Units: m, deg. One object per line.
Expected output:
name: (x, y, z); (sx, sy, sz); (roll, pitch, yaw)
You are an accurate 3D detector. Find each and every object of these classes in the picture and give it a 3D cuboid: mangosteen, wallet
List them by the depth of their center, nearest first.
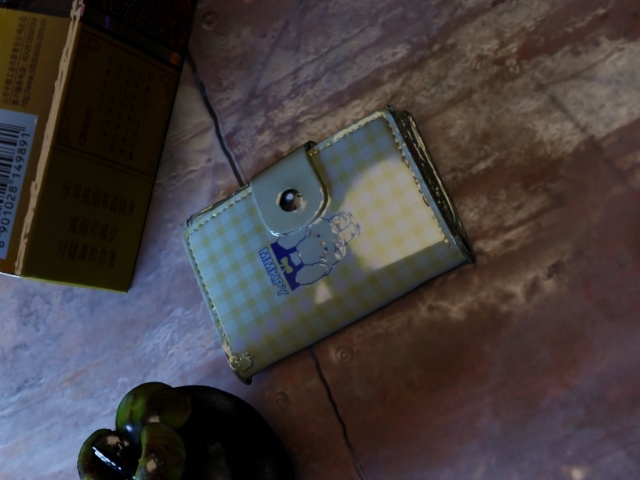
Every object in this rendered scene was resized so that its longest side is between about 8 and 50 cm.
mangosteen: (-0.149, 0.265, 1.625); (0.243, 0.243, 0.242); (-3, 81, 20)
wallet: (0.000, 0.000, 1.699); (0.310, 0.077, 0.223); (-28, 77, 16)

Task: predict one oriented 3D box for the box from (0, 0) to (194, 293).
box: (-0.281, -0.156, 1.722); (0.116, 0.264, 0.415); (11, 88, 22)
